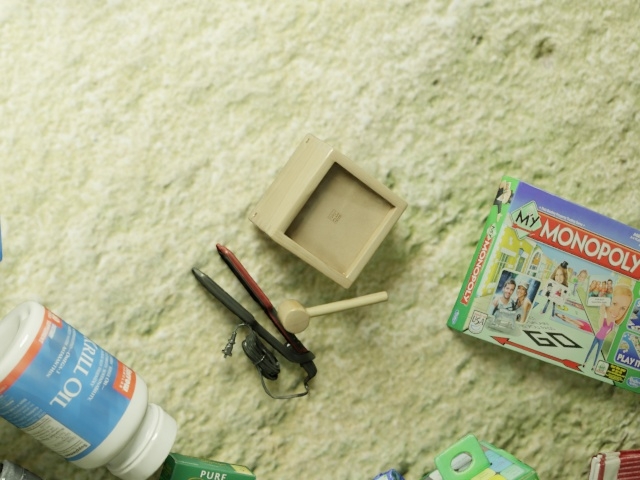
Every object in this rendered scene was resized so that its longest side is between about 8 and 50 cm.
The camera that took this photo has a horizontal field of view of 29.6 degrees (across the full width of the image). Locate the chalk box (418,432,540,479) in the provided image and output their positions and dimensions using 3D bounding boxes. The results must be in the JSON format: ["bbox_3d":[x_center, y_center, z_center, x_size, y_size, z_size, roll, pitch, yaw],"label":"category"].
[{"bbox_3d":[0.217,0.359,1.589,0.132,0.132,0.213,-30,110,-16],"label":"chalk box"}]

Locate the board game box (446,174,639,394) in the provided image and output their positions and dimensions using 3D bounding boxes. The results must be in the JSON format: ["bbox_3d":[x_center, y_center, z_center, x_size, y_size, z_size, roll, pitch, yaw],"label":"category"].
[{"bbox_3d":[0.343,0.065,1.637,0.317,0.046,0.213,20,92,-25],"label":"board game box"}]

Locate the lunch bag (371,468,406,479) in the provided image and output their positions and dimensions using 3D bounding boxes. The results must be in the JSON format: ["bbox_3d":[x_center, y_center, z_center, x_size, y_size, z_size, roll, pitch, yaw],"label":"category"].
[{"bbox_3d":[0.083,0.381,1.531,0.129,0.096,0.151,-36,87,20],"label":"lunch bag"}]

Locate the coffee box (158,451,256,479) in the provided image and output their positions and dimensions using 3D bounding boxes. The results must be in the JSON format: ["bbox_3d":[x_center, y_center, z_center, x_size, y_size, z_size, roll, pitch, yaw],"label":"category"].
[{"bbox_3d":[-0.158,0.356,1.475,0.113,0.040,0.184,14,94,-25],"label":"coffee box"}]

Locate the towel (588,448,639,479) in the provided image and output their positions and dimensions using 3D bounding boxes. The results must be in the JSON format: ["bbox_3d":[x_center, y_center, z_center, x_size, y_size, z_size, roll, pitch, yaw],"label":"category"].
[{"bbox_3d":[0.523,0.420,1.789,0.329,0.037,0.237,1,100,-23],"label":"towel"}]

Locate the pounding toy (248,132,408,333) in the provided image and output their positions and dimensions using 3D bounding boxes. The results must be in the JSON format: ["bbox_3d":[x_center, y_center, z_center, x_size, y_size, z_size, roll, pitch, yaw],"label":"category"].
[{"bbox_3d":[0.003,0.009,1.455,0.181,0.094,0.206,35,92,-28],"label":"pounding toy"}]

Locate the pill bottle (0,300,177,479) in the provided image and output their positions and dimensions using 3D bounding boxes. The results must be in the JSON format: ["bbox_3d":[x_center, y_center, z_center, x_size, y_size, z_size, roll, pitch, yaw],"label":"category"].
[{"bbox_3d":[-0.270,0.176,1.346,0.221,0.124,0.124,40,83,-25],"label":"pill bottle"}]

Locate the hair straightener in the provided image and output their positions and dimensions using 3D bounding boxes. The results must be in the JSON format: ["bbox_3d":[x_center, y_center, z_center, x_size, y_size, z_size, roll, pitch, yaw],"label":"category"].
[{"bbox_3d":[-0.085,0.113,1.465,0.089,0.047,0.230,-42,117,-11],"label":"hair straightener"}]

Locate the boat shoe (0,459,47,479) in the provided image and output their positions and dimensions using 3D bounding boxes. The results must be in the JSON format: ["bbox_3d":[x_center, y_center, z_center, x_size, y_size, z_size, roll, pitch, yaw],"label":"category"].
[{"bbox_3d":[-0.409,0.381,1.334,0.102,0.108,0.301,40,80,-25],"label":"boat shoe"}]

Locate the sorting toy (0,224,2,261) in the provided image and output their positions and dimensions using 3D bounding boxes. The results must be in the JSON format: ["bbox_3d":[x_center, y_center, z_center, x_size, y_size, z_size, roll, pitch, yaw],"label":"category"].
[{"bbox_3d":[-0.509,0.005,1.253,0.347,0.047,0.196,-20,103,-20],"label":"sorting toy"}]
